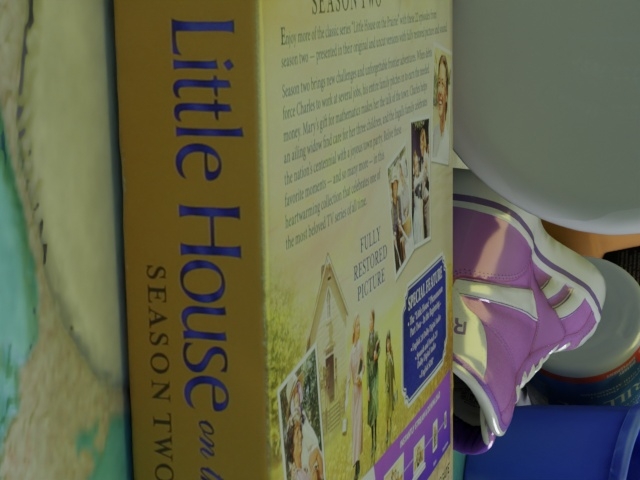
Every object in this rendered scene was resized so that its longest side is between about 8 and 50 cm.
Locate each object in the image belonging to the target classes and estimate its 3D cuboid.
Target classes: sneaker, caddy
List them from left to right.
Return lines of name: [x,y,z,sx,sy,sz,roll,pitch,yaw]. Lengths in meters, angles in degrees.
sneaker: [0.114,0.071,0.999,0.282,0.102,0.161,33,63,-58]
caddy: [0.242,0.252,1.236,0.341,0.179,0.241,9,83,-67]

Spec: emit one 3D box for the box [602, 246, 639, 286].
box: [0.359,0.089,1.580,0.153,0.207,0.108,65,28,-43]

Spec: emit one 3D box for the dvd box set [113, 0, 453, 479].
dvd box set: [0.000,0.000,0.654,0.307,0.062,0.420,-34,124,-70]

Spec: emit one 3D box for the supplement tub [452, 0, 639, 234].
supplement tub: [0.183,-0.150,0.930,0.316,0.228,0.228,-62,150,-72]

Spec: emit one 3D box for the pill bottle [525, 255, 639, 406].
pill bottle: [0.255,0.120,1.407,0.221,0.124,0.124,65,31,-55]

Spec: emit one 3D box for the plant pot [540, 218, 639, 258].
plant pot: [0.328,-0.117,1.495,0.291,0.204,0.290,2,90,-72]
